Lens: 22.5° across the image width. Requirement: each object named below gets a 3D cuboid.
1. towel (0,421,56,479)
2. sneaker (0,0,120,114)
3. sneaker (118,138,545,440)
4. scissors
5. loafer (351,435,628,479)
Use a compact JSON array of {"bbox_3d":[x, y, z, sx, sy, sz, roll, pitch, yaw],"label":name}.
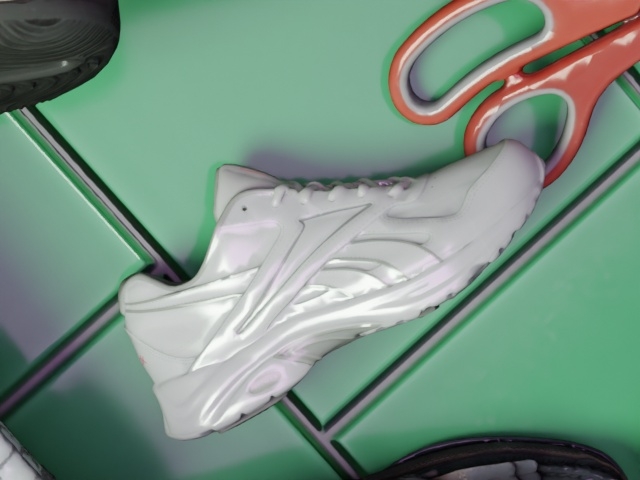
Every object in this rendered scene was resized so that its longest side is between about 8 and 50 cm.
[{"bbox_3d":[-0.273,0.116,0.743,0.235,0.121,0.284,-41,104,-9],"label":"towel"},{"bbox_3d":[-0.295,-0.190,0.669,0.447,0.169,0.257,4,84,9],"label":"sneaker"},{"bbox_3d":[0.000,0.000,0.798,0.232,0.090,0.115,-31,92,-2],"label":"sneaker"},{"bbox_3d":[0.170,-0.126,0.785,0.297,0.021,0.109,-34,101,23],"label":"scissors"},{"bbox_3d":[0.023,0.169,0.807,0.302,0.095,0.109,-8,93,-6],"label":"loafer"}]
